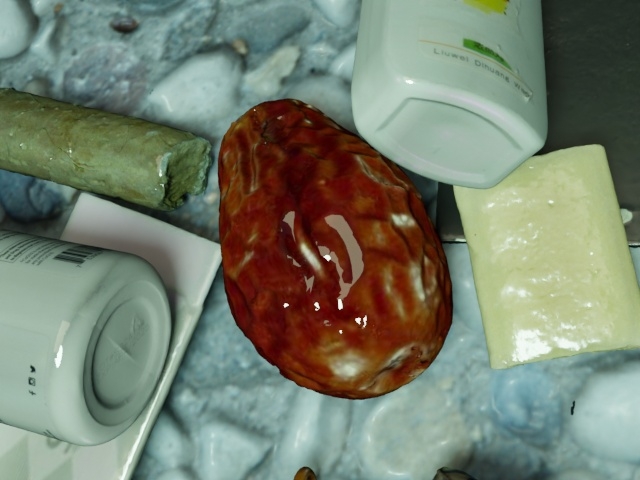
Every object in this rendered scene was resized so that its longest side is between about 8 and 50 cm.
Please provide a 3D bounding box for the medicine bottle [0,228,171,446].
[{"bbox_3d":[-0.286,0.066,0.695,0.288,0.157,0.157,10,77,19],"label":"medicine bottle"}]

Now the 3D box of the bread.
[{"bbox_3d":[0.198,0.015,0.711,0.139,0.060,0.178,-11,80,13],"label":"bread"}]

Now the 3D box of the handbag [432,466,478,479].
[{"bbox_3d":[0.117,0.321,0.587,0.193,0.190,0.251,28,87,4],"label":"handbag"}]

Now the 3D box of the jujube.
[{"bbox_3d":[0.000,0.000,0.709,0.197,0.197,0.290,-31,54,5],"label":"jujube"}]

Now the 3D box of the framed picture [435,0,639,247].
[{"bbox_3d":[0.239,-0.151,0.783,0.244,0.013,0.324,1,75,16],"label":"framed picture"}]

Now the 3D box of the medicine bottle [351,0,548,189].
[{"bbox_3d":[0.118,-0.198,0.719,0.161,0.111,0.296,22,52,-19],"label":"medicine bottle"}]

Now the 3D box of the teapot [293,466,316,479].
[{"bbox_3d":[-0.023,0.277,0.679,0.116,0.116,0.173,3,75,16],"label":"teapot"}]

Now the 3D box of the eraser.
[{"bbox_3d":[-0.243,0.161,0.784,0.213,0.082,0.397,18,80,19],"label":"eraser"}]

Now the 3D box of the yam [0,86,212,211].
[{"bbox_3d":[-0.242,-0.094,0.854,0.259,0.093,0.093,15,79,18],"label":"yam"}]
